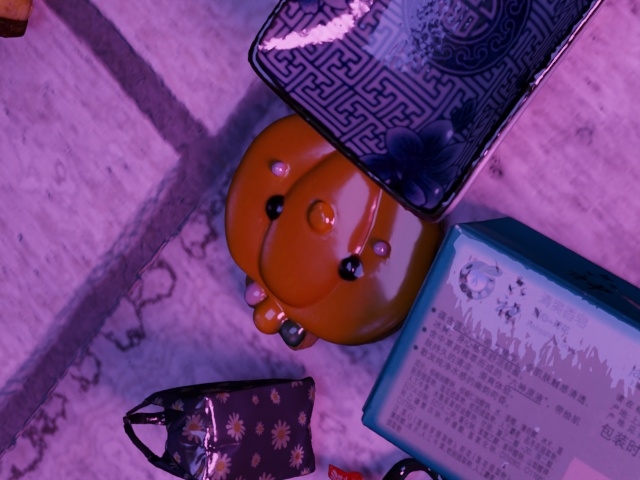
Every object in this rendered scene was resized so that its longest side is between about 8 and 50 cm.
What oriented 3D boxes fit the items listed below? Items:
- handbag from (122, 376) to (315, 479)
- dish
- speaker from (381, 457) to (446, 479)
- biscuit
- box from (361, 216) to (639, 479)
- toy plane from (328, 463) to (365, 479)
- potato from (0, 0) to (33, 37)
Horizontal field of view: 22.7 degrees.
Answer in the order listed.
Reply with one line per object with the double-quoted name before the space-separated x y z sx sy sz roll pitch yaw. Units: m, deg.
"handbag" -0.084 0.134 1.130 0.139 0.115 0.072 -2 93 45
"dish" 0.089 -0.156 1.025 0.182 0.080 0.243 43 113 19
"speaker" 0.064 0.195 1.071 0.075 0.060 0.094 -14 86 26
"biscuit" -0.002 0.000 1.099 0.170 0.050 0.170 2 94 28
"box" 0.168 0.106 0.995 0.245 0.092 0.153 32 108 23
"toy plane" 0.010 0.228 1.116 0.060 0.037 0.145 26 109 34
"potato" -0.239 -0.216 1.197 0.096 0.066 0.103 47 120 44
